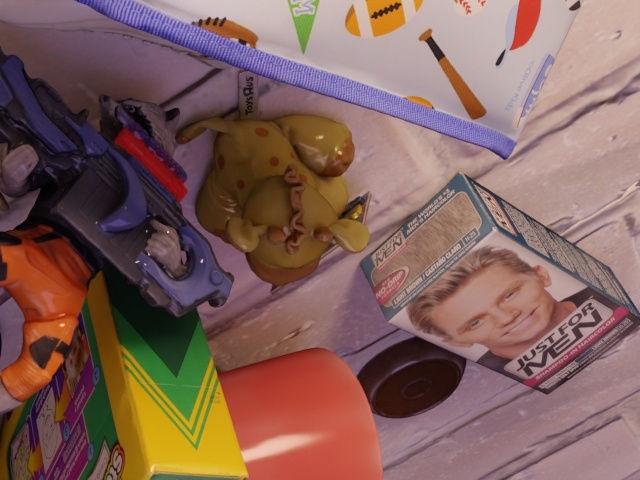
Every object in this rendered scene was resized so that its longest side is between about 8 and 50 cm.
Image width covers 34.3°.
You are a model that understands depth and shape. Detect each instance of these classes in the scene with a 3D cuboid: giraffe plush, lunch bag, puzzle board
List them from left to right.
[{"bbox_3d":[-0.035,-0.034,1.004,0.181,0.171,0.210,-22,139,-1],"label":"giraffe plush"},{"bbox_3d":[0.000,0.000,1.118,0.128,0.096,0.011,-37,104,21],"label":"puzzle board"},{"bbox_3d":[0.009,-0.269,0.676,0.385,0.239,0.328,9,109,-41],"label":"lunch bag"}]

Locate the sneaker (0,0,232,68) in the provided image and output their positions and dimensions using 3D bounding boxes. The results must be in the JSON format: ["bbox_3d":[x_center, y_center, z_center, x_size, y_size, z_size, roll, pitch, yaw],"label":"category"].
[{"bbox_3d":[-0.126,-0.185,0.852,0.290,0.106,0.123,-9,135,-17],"label":"sneaker"}]

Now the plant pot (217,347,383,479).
[{"bbox_3d":[-0.096,0.272,1.215,0.243,0.275,0.275,-3,136,-29],"label":"plant pot"}]

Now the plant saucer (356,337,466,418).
[{"bbox_3d":[0.129,0.196,1.433,0.168,0.029,0.168,-12,137,-11],"label":"plant saucer"}]

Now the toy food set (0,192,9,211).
[{"bbox_3d":[-0.454,-0.036,0.874,0.306,0.092,0.220,-25,139,2],"label":"toy food set"}]

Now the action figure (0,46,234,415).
[{"bbox_3d":[-0.259,-0.026,0.879,0.330,0.178,0.341,-45,113,-24],"label":"action figure"}]

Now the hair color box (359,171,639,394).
[{"bbox_3d":[0.232,0.066,1.282,0.347,0.105,0.174,26,119,-40],"label":"hair color box"}]

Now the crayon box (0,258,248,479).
[{"bbox_3d":[-0.227,0.223,1.077,0.106,0.313,0.363,9,129,-32],"label":"crayon box"}]
